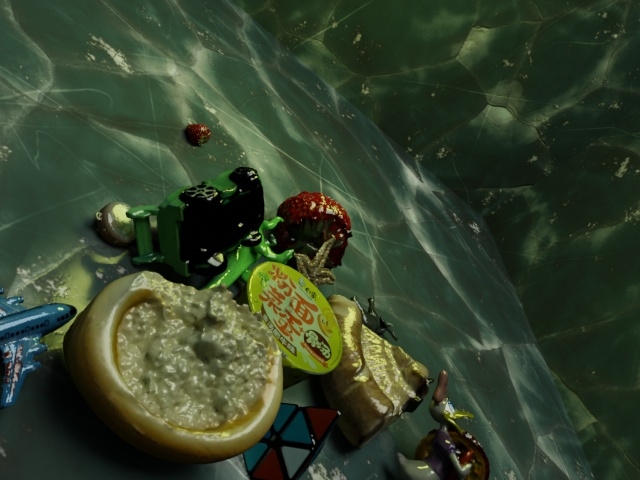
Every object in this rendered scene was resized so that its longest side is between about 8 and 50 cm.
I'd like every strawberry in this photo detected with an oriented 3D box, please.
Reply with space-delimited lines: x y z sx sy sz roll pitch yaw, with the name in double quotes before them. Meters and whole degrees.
"strawberry" -0.401 -0.352 1.950 0.083 0.073 0.073 44 24 16
"strawberry" -0.027 -0.038 1.921 0.261 0.261 0.258 40 25 -20

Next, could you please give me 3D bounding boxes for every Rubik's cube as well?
"Rubik's cube" -0.102 0.405 1.347 0.234 0.250 0.284 36 28 14

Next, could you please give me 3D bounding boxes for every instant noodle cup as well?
"instant noodle cup" -0.127 0.236 1.443 0.311 0.221 0.311 36 29 -24

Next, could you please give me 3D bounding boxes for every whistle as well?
"whistle" -0.456 -0.028 1.459 0.220 0.057 0.107 22 53 -51

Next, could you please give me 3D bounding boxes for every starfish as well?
"starfish" -0.032 0.131 1.778 0.048 0.295 0.231 21 -30 41

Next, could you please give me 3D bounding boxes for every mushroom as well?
"mushroom" 0.079 0.354 1.683 0.313 0.224 0.397 -22 61 -43

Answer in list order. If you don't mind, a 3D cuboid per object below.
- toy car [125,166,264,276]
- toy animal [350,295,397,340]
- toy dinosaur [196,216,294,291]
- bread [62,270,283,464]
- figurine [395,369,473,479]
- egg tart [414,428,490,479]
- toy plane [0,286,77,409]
"toy car" -0.285 -0.053 1.491 0.176 0.213 0.358 16 33 27
"toy animal" 0.167 0.264 2.028 0.269 0.082 0.137 22 41 -50
"toy dinosaur" -0.284 -0.010 1.658 0.500 0.144 0.374 -7 46 -49
"bread" -0.275 0.237 1.161 0.424 0.245 0.329 33 70 -27
"figurine" 0.314 0.577 1.634 0.193 0.421 0.154 20 -19 16
"egg tart" 0.389 0.644 1.767 0.215 0.215 0.171 57 13 12
"toy plane" -0.543 0.159 1.025 0.254 0.105 0.271 58 26 12
